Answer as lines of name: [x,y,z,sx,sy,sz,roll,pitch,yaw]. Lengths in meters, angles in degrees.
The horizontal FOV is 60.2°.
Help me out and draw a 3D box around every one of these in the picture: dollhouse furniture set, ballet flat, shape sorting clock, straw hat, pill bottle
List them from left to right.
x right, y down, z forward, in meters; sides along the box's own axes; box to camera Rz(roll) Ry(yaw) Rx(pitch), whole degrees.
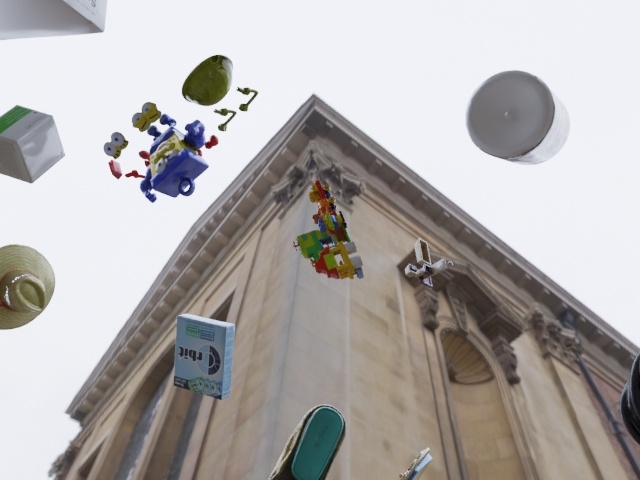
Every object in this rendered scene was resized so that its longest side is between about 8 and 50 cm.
straw hat: [-0.462,0.081,0.859,0.061,0.144,0.144,15,-54,31]
ballet flat: [-0.056,0.481,1.062,0.123,0.348,0.123,22,-36,17]
shape sorting clock: [0.223,0.627,1.444,0.040,0.206,0.206,35,-55,27]
dollhouse furniture set: [0.239,0.028,1.223,0.091,0.114,0.081,26,-45,-35]
pill bottle: [0.334,-0.192,0.907,0.131,0.246,0.130,2,-85,31]

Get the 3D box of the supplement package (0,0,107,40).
supplement package: [-0.240,-0.289,0.394,0.134,0.139,0.243,2,-97,13]

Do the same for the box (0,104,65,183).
box: [-0.561,-0.182,1.044,0.087,0.101,0.102,18,-44,10]

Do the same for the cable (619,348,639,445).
cable: [0.237,0.058,0.262,0.185,0.047,0.150,-28,-61,22]

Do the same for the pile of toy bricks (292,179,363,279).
pile of toy bricks: [0.000,0.000,1.044,0.105,0.212,0.118,-19,-33,-3]

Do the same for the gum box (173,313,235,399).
gum box: [-0.293,0.289,1.385,0.157,0.041,0.184,7,-85,27]

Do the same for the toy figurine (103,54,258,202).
toy figurine: [-0.266,-0.180,1.151,0.363,0.217,0.191,-37,-36,14]
